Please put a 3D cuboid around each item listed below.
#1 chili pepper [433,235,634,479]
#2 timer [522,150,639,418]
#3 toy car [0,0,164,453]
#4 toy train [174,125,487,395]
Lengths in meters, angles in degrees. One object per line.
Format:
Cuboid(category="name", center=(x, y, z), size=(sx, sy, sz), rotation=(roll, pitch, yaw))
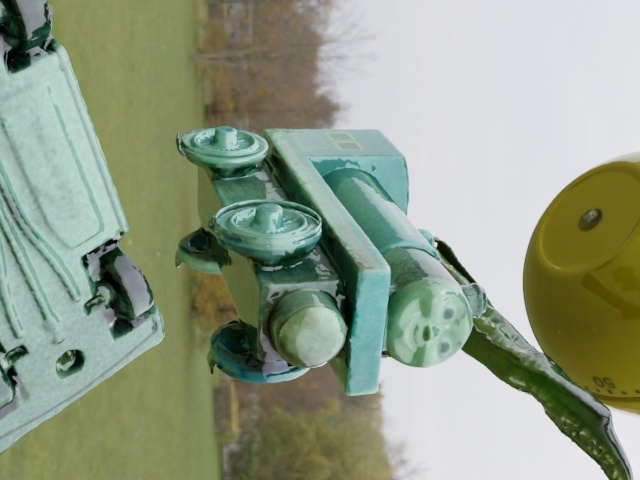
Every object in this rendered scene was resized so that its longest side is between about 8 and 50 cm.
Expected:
Cuboid(category="chili pepper", center=(0.184, 0.123, 0.978), size=(0.359, 0.085, 0.076), rotation=(51, -12, 38))
Cuboid(category="timer", center=(0.453, 0.076, 1.254), size=(0.387, 0.376, 0.376), rotation=(41, 23, -28))
Cuboid(category="toy car", center=(-0.184, -0.039, 0.516), size=(0.097, 0.141, 0.321), rotation=(28, -37, 41))
Cuboid(category="toy train", center=(0.000, 0.000, 0.717), size=(0.298, 0.194, 0.120), rotation=(-122, -147, -61))
